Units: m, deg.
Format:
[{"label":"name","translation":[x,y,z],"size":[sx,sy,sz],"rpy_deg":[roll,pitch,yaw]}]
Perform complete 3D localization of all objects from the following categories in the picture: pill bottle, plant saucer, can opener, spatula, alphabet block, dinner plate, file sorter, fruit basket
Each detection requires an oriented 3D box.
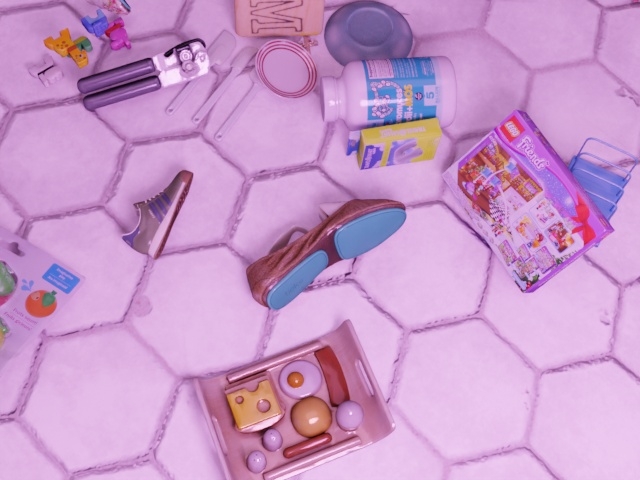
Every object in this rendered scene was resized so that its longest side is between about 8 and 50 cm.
[{"label":"pill bottle","translation":[0.134,-0.292,1.912],"size":[0.264,0.146,0.146],"rpy_deg":[-5,66,-4]},{"label":"plant saucer","translation":[0.105,-0.450,2.043],"size":[0.194,0.037,0.195],"rpy_deg":[1,65,-3]},{"label":"can opener","translation":[-0.361,-0.341,1.959],"size":[0.280,0.093,0.074],"rpy_deg":[-21,112,-11]},{"label":"spatula","translation":[-0.198,-0.324,1.980],"size":[0.168,0.019,0.242],"rpy_deg":[30,67,10]},{"label":"alphabet block","translation":[-0.089,-0.564,1.994],"size":[0.193,0.197,0.192],"rpy_deg":[-1,62,-3]},{"label":"dinner plate","translation":[-0.072,-0.357,1.985],"size":[0.141,0.017,0.141],"rpy_deg":[8,69,-21]},{"label":"file sorter","translation":[0.536,-0.099,1.866],"size":[0.118,0.104,0.170],"rpy_deg":[27,66,9]},{"label":"fruit basket","translation":[-0.655,0.109,1.682],"size":[0.327,0.165,0.353],"rpy_deg":[30,64,11]}]

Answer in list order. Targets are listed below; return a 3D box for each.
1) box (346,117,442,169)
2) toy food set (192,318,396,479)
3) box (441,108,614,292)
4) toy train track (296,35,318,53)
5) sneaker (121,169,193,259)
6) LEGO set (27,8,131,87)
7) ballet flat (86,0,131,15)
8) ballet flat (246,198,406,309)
[{"label":"box","translation":[0.145,-0.190,1.885],"size":[0.178,0.109,0.042],"rpy_deg":[-9,68,-7]},{"label":"toy food set","translation":[-0.048,0.289,1.665],"size":[0.306,0.092,0.220],"rpy_deg":[-19,68,-12]},{"label":"box","translation":[0.390,-0.074,1.809],"size":[0.201,0.057,0.293],"rpy_deg":[-42,68,27]},{"label":"toy train track","translation":[-0.046,-0.421,2.034],"size":[0.083,0.014,0.048],"rpy_deg":[-8,66,-6]},{"label":"sneaker","translation":[-0.318,-0.063,1.827],"size":[0.086,0.064,0.192],"rpy_deg":[20,69,1]},{"label":"LEGO set","translation":[-0.489,-0.393,1.960],"size":[0.227,0.087,0.093],"rpy_deg":[-34,71,-16]},{"label":"ballet flat","translation":[-0.486,-0.557,2.048],"size":[0.077,0.091,0.241],"rpy_deg":[-35,64,7]},{"label":"ballet flat","translation":[0.000,0.000,1.806],"size":[0.342,0.116,0.124],"rpy_deg":[-35,52,-13]}]
